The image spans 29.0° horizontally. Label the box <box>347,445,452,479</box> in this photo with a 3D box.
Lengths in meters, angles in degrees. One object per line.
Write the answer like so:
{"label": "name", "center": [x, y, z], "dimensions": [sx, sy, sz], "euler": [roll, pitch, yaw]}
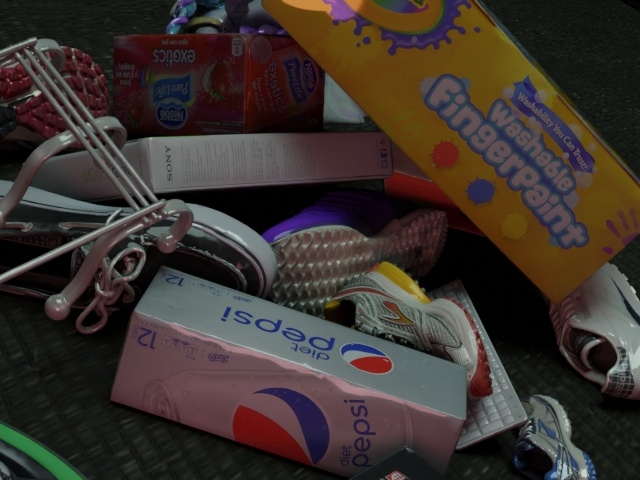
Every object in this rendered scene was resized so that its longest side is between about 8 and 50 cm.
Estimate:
{"label": "box", "center": [0.078, 0.282, 0.798], "dimensions": [0.293, 0.073, 0.295], "euler": [31, 28, 28]}

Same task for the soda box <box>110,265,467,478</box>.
{"label": "soda box", "center": [-0.023, 0.121, 1.044], "dimensions": [0.286, 0.091, 0.098], "euler": [18, 23, 0]}

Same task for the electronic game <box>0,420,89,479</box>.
{"label": "electronic game", "center": [-0.233, 0.161, 0.802], "dimensions": [0.229, 0.048, 0.229], "euler": [28, 8, -4]}

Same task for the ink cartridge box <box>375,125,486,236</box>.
{"label": "ink cartridge box", "center": [0.228, -0.084, 1.676], "dimensions": [0.296, 0.066, 0.261], "euler": [14, 24, -8]}

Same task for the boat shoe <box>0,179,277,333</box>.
{"label": "boat shoe", "center": [-0.195, 0.020, 1.119], "dimensions": [0.306, 0.113, 0.105], "euler": [15, 31, 0]}

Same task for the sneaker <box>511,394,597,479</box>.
{"label": "sneaker", "center": [0.198, 0.183, 1.114], "dimensions": [0.058, 0.052, 0.135], "euler": [3, 27, -19]}

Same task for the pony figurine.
{"label": "pony figurine", "center": [-0.077, -0.311, 1.763], "dimensions": [0.350, 0.303, 0.363], "euler": [-11, 23, 16]}

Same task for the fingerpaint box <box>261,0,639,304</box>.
{"label": "fingerpaint box", "center": [0.137, -0.189, 1.371], "dimensions": [0.445, 0.163, 0.371], "euler": [44, 13, -17]}

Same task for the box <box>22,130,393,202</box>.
{"label": "box", "center": [-0.115, -0.075, 1.306], "dimensions": [0.322, 0.059, 0.232], "euler": [-5, 0, -42]}

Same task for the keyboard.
{"label": "keyboard", "center": [0.135, 0.116, 1.215], "dimensions": [0.072, 0.014, 0.256], "euler": [-19, 29, 1]}

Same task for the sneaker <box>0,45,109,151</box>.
{"label": "sneaker", "center": [-0.356, -0.157, 1.386], "dimensions": [0.112, 0.121, 0.299], "euler": [-3, 1, 36]}

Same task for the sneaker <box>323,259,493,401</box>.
{"label": "sneaker", "center": [0.083, 0.099, 1.170], "dimensions": [0.092, 0.088, 0.225], "euler": [-28, 28, -20]}

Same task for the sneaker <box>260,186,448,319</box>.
{"label": "sneaker", "center": [0.000, 0.001, 1.321], "dimensions": [0.146, 0.102, 0.293], "euler": [26, 21, 33]}

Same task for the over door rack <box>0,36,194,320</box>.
{"label": "over door rack", "center": [-0.302, -0.035, 1.010], "dimensions": [0.324, 0.108, 0.239], "euler": [-21, 59, -37]}

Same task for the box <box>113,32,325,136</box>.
{"label": "box", "center": [-0.125, -0.183, 1.472], "dimensions": [0.128, 0.123, 0.256], "euler": [-6, 10, -44]}

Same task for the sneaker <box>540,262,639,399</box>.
{"label": "sneaker", "center": [0.293, 0.088, 1.345], "dimensions": [0.094, 0.090, 0.235], "euler": [-4, 30, -22]}
